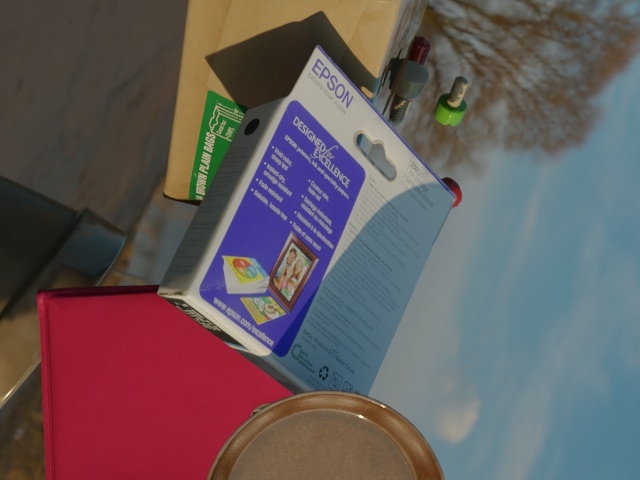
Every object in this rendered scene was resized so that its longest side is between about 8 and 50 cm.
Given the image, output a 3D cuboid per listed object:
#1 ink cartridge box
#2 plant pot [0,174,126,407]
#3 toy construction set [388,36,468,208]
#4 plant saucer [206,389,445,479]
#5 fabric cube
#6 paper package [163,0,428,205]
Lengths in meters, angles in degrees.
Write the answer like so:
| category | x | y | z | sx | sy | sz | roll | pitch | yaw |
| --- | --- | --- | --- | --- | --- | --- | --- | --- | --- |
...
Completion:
| category | x | y | z | sx | sy | sz | roll | pitch | yaw |
| --- | --- | --- | --- | --- | --- | --- | --- | --- | --- |
| ink cartridge box | 0.000 | 0.000 | 0.829 | 0.045 | 0.206 | 0.208 | 8 | -116 | 44 |
| plant pot | -0.438 | 0.033 | 1.336 | 0.323 | 0.280 | 0.323 | -46 | -166 | 15 |
| toy construction set | 0.041 | -0.068 | 1.321 | 0.309 | 0.257 | 0.237 | -50 | 165 | -39 |
| plant saucer | 0.003 | 0.184 | 0.765 | 0.029 | 0.168 | 0.169 | 171 | -63 | -85 |
| fabric cube | -0.106 | 0.163 | 1.074 | 0.259 | 0.258 | 0.254 | 49 | 38 | -86 |
| paper package | 0.000 | -0.206 | 0.994 | 0.325 | 0.168 | 0.310 | 108 | 5 | -52 |
